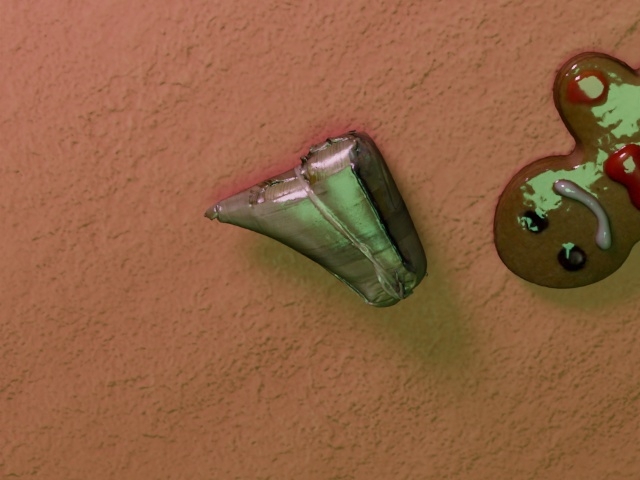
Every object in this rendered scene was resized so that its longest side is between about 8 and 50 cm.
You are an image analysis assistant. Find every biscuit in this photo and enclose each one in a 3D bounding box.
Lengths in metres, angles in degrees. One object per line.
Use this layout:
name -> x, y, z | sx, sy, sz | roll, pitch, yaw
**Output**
biscuit -> 0.369, -0.095, 1.918 | 0.432, 0.064, 0.283 | -37, 105, 11

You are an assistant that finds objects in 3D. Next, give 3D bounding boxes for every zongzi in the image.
zongzi -> 0.000, 0.000, 1.930 | 0.197, 0.099, 0.194 | -26, 101, 7
